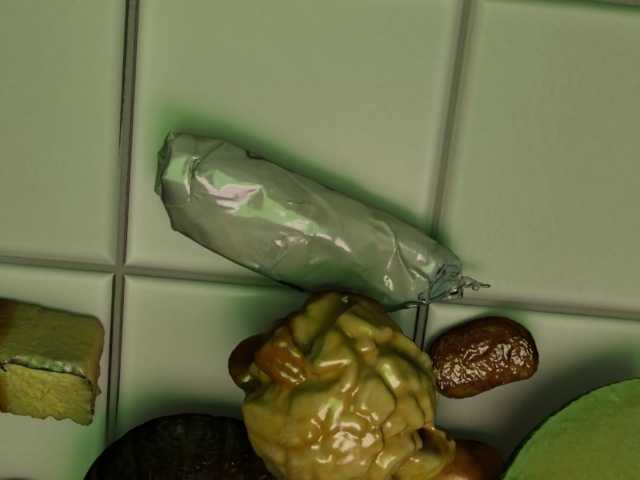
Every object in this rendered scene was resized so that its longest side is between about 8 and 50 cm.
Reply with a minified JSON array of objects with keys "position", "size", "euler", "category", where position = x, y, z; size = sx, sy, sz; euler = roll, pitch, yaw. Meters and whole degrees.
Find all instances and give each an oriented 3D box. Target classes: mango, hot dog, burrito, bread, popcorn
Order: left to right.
[{"position":[-0.410,0.142,1.147],"size":[0.266,0.178,0.141],"euler":[9,74,-7],"category":"bread"},{"position":[0.000,0.000,1.118],"size":[0.446,0.101,0.139],"euler":[22,112,-9],"category":"burrito"},{"position":[0.025,0.205,1.088],"size":[0.332,0.265,0.225],"euler":[46,65,-33],"category":"popcorn"},{"position":[0.153,0.353,1.222],"size":[0.219,0.112,0.145],"euler":[-34,105,17],"category":"mango"},{"position":[0.212,0.156,1.189],"size":[0.147,0.065,0.099],"euler":[-22,106,16],"category":"hot dog"}]

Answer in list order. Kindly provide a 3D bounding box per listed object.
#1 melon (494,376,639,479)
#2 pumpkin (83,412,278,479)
[{"position":[0.362,0.376,1.170],"size":[0.331,0.226,0.343],"euler":[-40,143,-26],"category":"melon"},{"position":[-0.160,0.373,1.171],"size":[0.321,0.192,0.320],"euler":[0,105,0],"category":"pumpkin"}]
